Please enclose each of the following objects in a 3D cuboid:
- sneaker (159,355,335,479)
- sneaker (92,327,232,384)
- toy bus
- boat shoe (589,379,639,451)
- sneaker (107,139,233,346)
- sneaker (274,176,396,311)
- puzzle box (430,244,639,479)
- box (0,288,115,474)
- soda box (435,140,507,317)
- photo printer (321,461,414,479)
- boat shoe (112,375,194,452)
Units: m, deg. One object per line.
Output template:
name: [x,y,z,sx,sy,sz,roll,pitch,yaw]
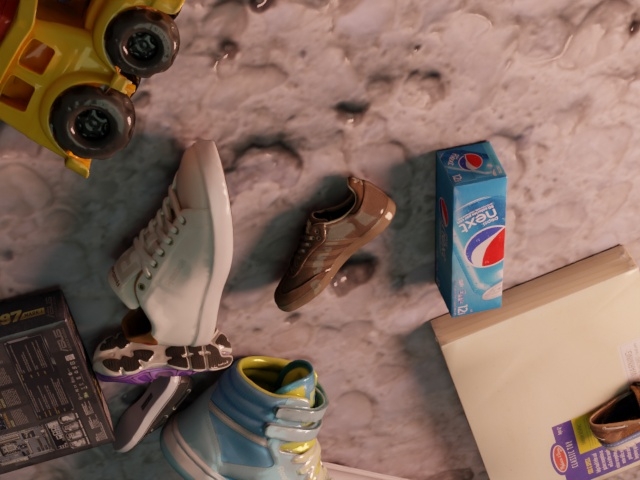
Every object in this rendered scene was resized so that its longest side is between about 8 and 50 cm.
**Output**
sneaker: [-0.022,0.272,1.791,0.319,0.127,0.208,37,111,-10]
sneaker: [-0.191,0.139,1.731,0.169,0.068,0.071,-3,154,-15]
toy bus: [-0.249,-0.204,1.361,0.211,0.149,0.220,27,117,-17]
boat shoe: [0.443,0.218,1.921,0.183,0.066,0.066,-36,130,14]
sneaker: [-0.168,0.017,1.587,0.123,0.106,0.290,-4,132,-18]
sneaker: [0.000,0.000,1.670,0.071,0.066,0.188,40,105,-21]
puzzle box: [0.325,0.203,1.950,0.272,0.052,0.409,-22,133,1]
box: [-0.360,0.174,1.696,0.183,0.059,0.233,-16,134,-4]
soda box: [0.177,-0.010,1.700,0.067,0.071,0.210,-12,132,-8]
photo printer: [0.068,0.444,2.040,0.307,0.107,0.256,17,123,-29]
boat shoe: [-0.208,0.216,1.790,0.040,0.049,0.142,24,117,-34]
